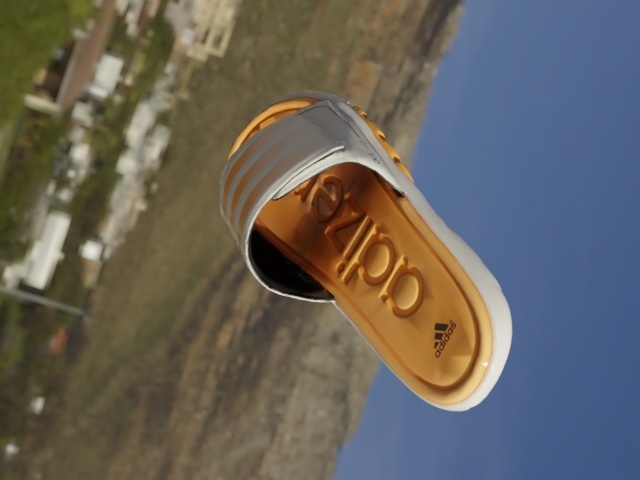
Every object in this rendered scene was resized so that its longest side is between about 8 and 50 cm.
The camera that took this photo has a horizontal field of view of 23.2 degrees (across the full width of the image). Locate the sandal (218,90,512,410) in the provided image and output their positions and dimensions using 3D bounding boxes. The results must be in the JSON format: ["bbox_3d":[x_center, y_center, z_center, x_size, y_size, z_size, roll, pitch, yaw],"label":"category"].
[{"bbox_3d":[0.005,-0.009,0.841,0.265,0.076,0.102,45,-66,46],"label":"sandal"}]
